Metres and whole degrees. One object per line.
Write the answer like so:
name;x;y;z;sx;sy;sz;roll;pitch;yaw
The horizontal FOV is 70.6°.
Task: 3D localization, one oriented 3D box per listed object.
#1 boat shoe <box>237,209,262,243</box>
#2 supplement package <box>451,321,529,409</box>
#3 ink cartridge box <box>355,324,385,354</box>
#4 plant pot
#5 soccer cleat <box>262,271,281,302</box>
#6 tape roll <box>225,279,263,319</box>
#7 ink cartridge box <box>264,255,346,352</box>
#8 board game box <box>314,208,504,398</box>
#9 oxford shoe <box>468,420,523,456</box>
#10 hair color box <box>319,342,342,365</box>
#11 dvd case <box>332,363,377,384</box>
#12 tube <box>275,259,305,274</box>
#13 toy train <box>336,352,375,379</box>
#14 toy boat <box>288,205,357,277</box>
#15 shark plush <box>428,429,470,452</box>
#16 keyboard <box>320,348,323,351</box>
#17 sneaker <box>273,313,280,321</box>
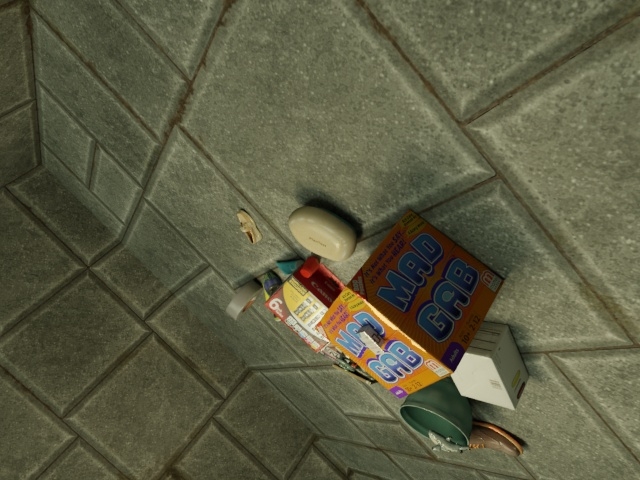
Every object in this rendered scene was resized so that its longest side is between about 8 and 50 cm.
boat shoe;-0.322;-0.057;2.001;0.063;0.059;0.170;0;129;47
supplement package;0.555;0.415;1.540;0.204;0.145;0.261;0;130;48
ink cartridge box;0.143;0.274;1.247;0.083;0.028;0.048;47;148;-5
plant pot;0.501;0.689;1.876;0.293;0.196;0.293;25;146;18
soccer cleat;-0.244;0.254;2.291;0.289;0.094;0.121;100;147;-59
tape roll;-0.399;0.312;2.376;0.072;0.219;0.219;39;148;7
ink cartridge box;-0.027;0.264;1.893;0.309;0.130;0.272;43;115;-2
board game box;0.261;0.203;1.402;0.356;0.356;0.356;39;148;7
oxford shoe;0.678;0.861;1.955;0.364;0.132;0.129;10;135;41
hair color box;0.059;0.444;2.150;0.174;0.105;0.347;28;145;20
dvd case;0.191;0.653;2.241;0.221;0.018;0.165;16;-178;34
tube;-0.137;0.122;2.032;0.080;0.052;0.207;57;150;-12
toy train;0.187;0.546;2.048;0.190;0.142;0.334;25;165;18
toy boat;0.000;0.000;1.669;0.268;0.148;0.318;30;139;10
shark plush;0.506;0.804;1.788;0.161;0.073;0.067;10;109;42
keyboard;0.088;0.378;1.930;0.014;0.072;0.256;43;108;4
sneaker;-0.146;0.308;2.205;0.300;0.111;0.121;-40;65;46
